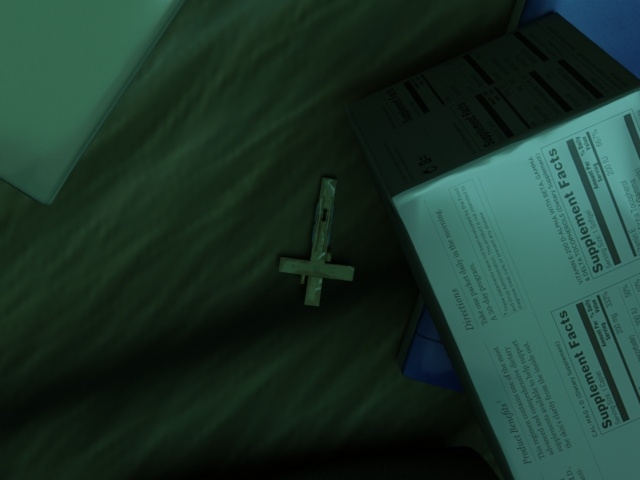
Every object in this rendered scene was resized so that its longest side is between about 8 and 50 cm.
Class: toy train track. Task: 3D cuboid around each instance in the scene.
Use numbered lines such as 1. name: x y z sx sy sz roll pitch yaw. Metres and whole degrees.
1. toy train track: 0.000 0.000 1.106 0.048 0.014 0.083 8 101 -1

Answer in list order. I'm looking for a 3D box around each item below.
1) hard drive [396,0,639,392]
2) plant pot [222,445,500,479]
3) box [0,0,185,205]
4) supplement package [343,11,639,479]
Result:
1. hard drive: 0.197 -0.037 1.100 0.210 0.040 0.319 15 106 -10
2. plant pot: 0.014 0.226 1.094 0.230 0.215 0.215 -22 109 -12
3. box: -0.127 -0.167 0.994 0.113 0.094 0.275 34 102 -15
4. supplement package: 0.137 0.032 0.986 0.145 0.204 0.262 -23 109 1
